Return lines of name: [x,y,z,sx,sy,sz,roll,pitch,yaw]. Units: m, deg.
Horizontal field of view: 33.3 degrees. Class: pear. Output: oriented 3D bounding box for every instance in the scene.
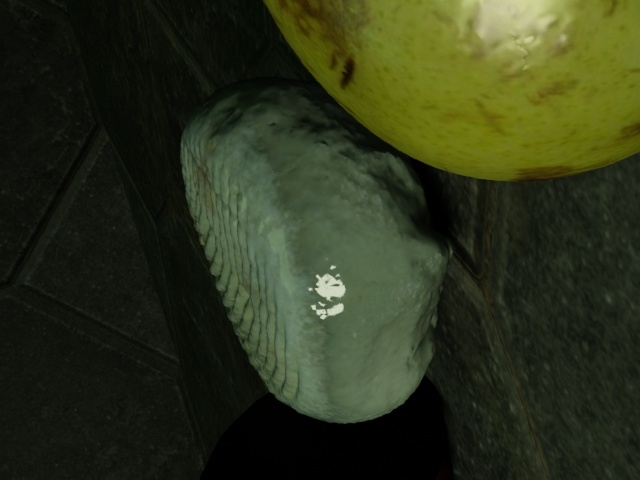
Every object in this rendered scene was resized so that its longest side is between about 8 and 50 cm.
pear: [0.084,-0.162,0.472,0.283,0.284,0.283,163,90,-73]

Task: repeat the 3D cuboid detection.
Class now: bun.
bun: [-0.003,-0.005,1.009,0.354,0.194,0.354,56,158,37]

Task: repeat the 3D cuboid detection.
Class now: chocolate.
chocolate: [0.027,0.289,1.143,0.283,0.284,0.186,49,170,53]
